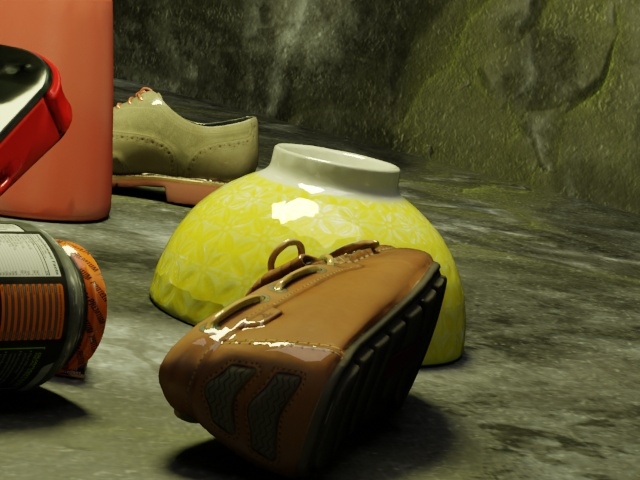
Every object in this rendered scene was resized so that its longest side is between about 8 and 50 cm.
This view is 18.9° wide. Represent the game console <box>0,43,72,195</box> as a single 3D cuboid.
[{"bbox_3d":[-0.436,-0.079,1.594,0.386,0.060,0.342,13,42,21],"label":"game console"}]

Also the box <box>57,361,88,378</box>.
[{"bbox_3d":[-0.247,0.055,1.384,0.169,0.054,0.059,10,9,-8],"label":"box"}]

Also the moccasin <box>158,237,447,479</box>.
[{"bbox_3d":[-0.009,0.071,1.370,0.147,0.139,0.380,22,20,14],"label":"moccasin"}]

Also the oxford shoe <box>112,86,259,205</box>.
[{"bbox_3d":[-0.244,-0.127,2.340,0.348,0.130,0.123,9,9,-13],"label":"oxford shoe"}]

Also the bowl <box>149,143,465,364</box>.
[{"bbox_3d":[0.000,0.000,1.726,0.289,0.156,0.289,10,9,-2],"label":"bowl"}]

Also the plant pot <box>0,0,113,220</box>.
[{"bbox_3d":[-0.341,-0.167,2.105,0.275,0.243,0.275,11,8,-2],"label":"plant pot"}]

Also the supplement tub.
[{"bbox_3d":[-0.239,0.044,1.256,0.117,0.117,0.190,18,10,40],"label":"supplement tub"}]
